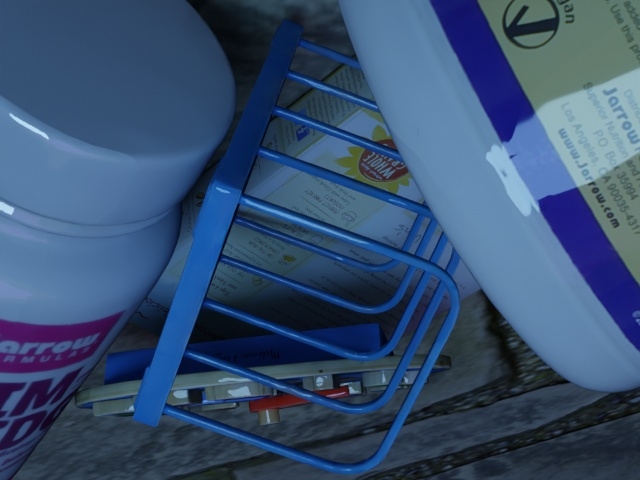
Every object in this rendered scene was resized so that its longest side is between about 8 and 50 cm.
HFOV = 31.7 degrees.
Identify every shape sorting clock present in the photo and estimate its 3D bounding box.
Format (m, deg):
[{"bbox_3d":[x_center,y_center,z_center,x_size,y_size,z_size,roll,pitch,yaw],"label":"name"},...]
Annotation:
[{"bbox_3d":[-0.030,0.081,0.621,0.206,0.040,0.206,-5,166,-1],"label":"shape sorting clock"}]

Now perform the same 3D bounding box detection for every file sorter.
[{"bbox_3d":[0.000,0.000,0.498,0.104,0.170,0.118,20,121,-4],"label":"file sorter"}]

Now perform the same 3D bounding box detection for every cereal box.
[{"bbox_3d":[0.012,-0.002,0.658,0.240,0.047,0.173,-33,135,26],"label":"cereal box"}]

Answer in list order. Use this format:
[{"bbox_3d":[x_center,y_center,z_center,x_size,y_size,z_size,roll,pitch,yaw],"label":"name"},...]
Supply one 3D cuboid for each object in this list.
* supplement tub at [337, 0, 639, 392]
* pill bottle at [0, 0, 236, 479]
[{"bbox_3d":[0.195,-0.113,0.417,0.331,0.241,0.241,-29,138,19],"label":"supplement tub"},{"bbox_3d":[-0.163,0.004,0.527,0.160,0.160,0.283,15,134,-29],"label":"pill bottle"}]
